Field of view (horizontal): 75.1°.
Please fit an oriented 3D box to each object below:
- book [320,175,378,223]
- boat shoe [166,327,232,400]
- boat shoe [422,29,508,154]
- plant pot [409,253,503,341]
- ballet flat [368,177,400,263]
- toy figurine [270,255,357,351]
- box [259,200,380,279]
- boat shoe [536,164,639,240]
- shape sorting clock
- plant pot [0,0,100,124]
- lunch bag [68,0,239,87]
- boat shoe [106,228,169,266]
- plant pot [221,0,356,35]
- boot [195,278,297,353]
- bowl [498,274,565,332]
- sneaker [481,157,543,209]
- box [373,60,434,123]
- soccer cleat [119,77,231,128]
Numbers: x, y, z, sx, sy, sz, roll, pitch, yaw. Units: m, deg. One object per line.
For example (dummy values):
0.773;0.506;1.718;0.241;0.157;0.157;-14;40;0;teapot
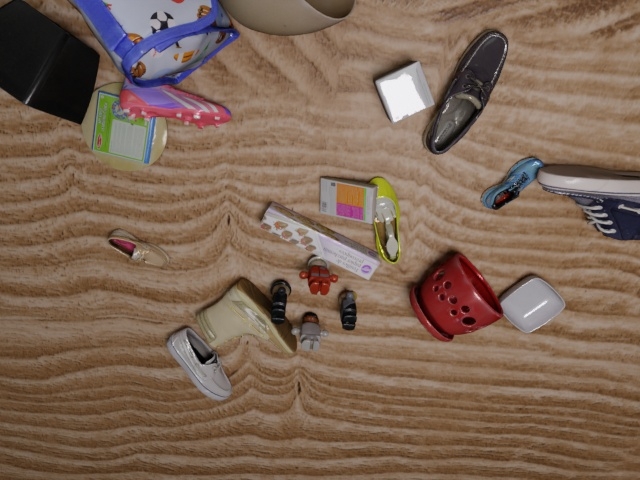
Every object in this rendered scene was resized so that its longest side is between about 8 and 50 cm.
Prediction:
0.067;-0.100;1.033;0.144;0.035;0.096;14;118;25;book
-0.348;0.374;1.267;0.088;0.096;0.267;-32;100;21;boat shoe
0.325;-0.315;0.917;0.103;0.092;0.285;26;113;-8;boat shoe
0.342;0.157;1.073;0.191;0.191;0.174;42;114;-14;plant pot
0.169;-0.044;1.055;0.077;0.077;0.231;-11;112;3;ballet flat
-0.017;0.170;1.132;0.213;0.148;0.209;-37;112;15;toy figurine
0.000;0.000;1.092;0.324;0.067;0.063;26;113;-7;box
0.662;-0.081;0.976;0.341;0.127;0.158;5;115;-3;boat shoe
-0.475;-0.274;1.013;0.206;0.040;0.206;-1;107;-5;shape sorting clock
-0.598;-0.387;0.892;0.188;0.187;0.167;36;95;-1;plant pot
-0.341;-0.463;0.736;0.239;0.385;0.328;-32;107;16;lunch bag
-0.502;0.032;1.140;0.170;0.059;0.063;27;113;-8;boat shoe
-0.090;-0.511;0.787;0.191;0.284;0.284;-13;116;40;plant pot
-0.212;0.261;1.203;0.203;0.095;0.262;-36;105;17;boot
0.570;0.167;1.136;0.142;0.053;0.142;41;110;-13;bowl
0.470;-0.128;1.001;0.063;0.073;0.162;40;109;-13;sneaker
0.182;-0.330;0.923;0.102;0.087;0.101;-22;111;13;box
-0.332;-0.320;0.961;0.248;0.083;0.095;2;84;-10;soccer cleat
